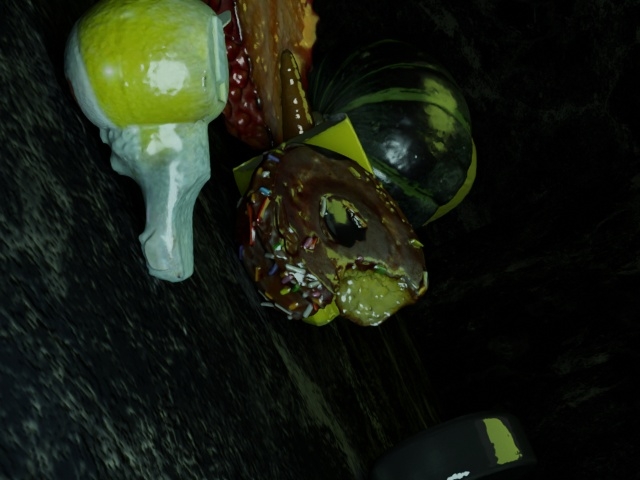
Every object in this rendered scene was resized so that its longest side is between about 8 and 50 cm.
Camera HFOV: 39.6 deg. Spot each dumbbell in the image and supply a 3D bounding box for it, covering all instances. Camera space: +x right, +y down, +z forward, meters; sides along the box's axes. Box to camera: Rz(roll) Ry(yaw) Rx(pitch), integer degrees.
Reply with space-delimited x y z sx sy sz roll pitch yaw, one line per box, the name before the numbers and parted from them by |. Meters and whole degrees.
dumbbell | 0.199 0.382 1.035 0.204 0.203 0.323 53 14 -64

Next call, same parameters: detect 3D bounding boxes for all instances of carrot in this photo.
carrot | -0.023 -0.077 1.152 0.069 0.069 0.336 -69 154 -81

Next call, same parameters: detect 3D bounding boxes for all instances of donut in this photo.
donut | 0.001 -0.001 0.963 0.230 0.096 0.216 -13 66 -48

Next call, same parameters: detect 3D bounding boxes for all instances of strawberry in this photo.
strawberry | -0.101 -0.277 1.214 0.253 0.150 0.280 -47 130 -58

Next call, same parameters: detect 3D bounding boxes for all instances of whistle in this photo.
whistle | -0.122 -0.081 0.622 0.123 0.122 0.223 -45 133 -83

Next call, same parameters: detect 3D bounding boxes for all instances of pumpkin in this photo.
pumpkin | 0.066 -0.143 1.320 0.241 0.323 0.323 25 36 -45

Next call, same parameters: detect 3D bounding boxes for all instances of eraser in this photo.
eraser | 0.006 -0.024 1.097 0.069 0.158 0.226 1 -60 61

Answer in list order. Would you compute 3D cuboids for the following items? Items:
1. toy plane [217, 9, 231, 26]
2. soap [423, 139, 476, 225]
toy plane | -0.136 -0.149 0.820 0.234 0.082 0.160 -84 164 -47
soap | 0.092 -0.148 1.592 0.115 0.427 0.306 -37 96 -38
